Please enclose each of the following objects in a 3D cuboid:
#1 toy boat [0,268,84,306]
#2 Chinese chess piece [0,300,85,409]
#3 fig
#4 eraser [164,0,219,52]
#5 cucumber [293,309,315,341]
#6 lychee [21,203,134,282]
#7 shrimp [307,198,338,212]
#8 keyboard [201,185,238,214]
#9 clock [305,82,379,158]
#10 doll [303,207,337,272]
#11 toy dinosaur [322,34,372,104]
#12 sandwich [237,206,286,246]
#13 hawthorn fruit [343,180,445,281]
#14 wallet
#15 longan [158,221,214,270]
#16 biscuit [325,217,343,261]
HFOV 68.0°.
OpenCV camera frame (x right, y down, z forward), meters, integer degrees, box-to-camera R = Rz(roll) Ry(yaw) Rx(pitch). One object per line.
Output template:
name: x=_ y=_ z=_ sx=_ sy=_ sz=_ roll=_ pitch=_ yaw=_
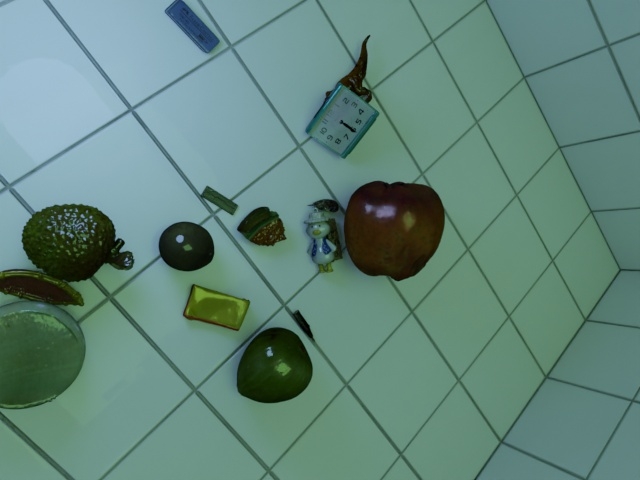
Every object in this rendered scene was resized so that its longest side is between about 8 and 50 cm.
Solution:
toy boat: x=-0.962 y=0.159 z=1.594 sx=0.317 sy=0.099 sz=0.141 roll=19 pitch=126 yaw=-34
Chinese chess piece: x=-0.962 y=0.369 z=1.552 sx=0.349 sy=0.146 sz=0.350 roll=-4 pitch=98 yaw=-26
fig: x=-0.198 y=0.514 z=1.911 sx=0.316 sy=0.316 sz=0.316 roll=0 pitch=89 yaw=-28
eraser: x=-0.510 y=-0.854 z=1.893 sx=0.225 sy=0.036 sz=0.082 roll=45 pitch=72 yaw=-20
cucumber: x=-0.068 y=0.379 z=2.102 sx=0.039 sy=0.043 sz=0.163 roll=-32 pitch=107 yaw=4
lychee: x=-0.815 y=0.006 z=1.594 sx=0.320 sy=0.269 sz=0.270 roll=-3 pitch=91 yaw=-48
shrimp: x=0.010 y=-0.154 z=2.145 sx=0.165 sy=0.056 sz=0.065 roll=-7 pitch=99 yaw=-25
keyboard: x=-0.412 y=-0.164 z=1.947 sx=0.155 sy=0.010 sz=0.053 roll=34 pitch=75 yaw=-23
clock: x=0.094 y=-0.537 z=2.123 sx=0.231 sy=0.116 sz=0.262 roll=31 pitch=113 yaw=-20
doll: x=0.000 y=0.000 z=2.104 sx=0.119 sy=0.138 sz=0.293 roll=-23 pitch=106 yaw=-67
toy dinosaur: x=0.174 y=-0.732 z=2.221 sx=0.208 sy=0.097 sz=0.432 roll=40 pitch=72 yaw=-16
sandwich: x=-0.248 y=-0.041 z=1.988 sx=0.184 sy=0.109 sz=0.160 roll=-37 pitch=126 yaw=-25
hawthorn fruit: x=0.327 y=-0.046 z=2.101 sx=0.471 sy=0.471 sz=0.472 roll=0 pitch=89 yaw=-28
wallet: x=-0.420 y=0.273 z=1.912 sx=0.241 sy=0.067 sz=0.141 roll=20 pitch=85 yaw=-22
longan: x=-0.505 y=0.023 z=1.792 sx=0.220 sy=0.196 sz=0.197 roll=9 pitch=84 yaw=-65
biscuit: x=0.057 y=-0.003 z=2.178 sx=0.064 sy=0.034 sz=0.199 roll=-13 pitch=96 yaw=-27
